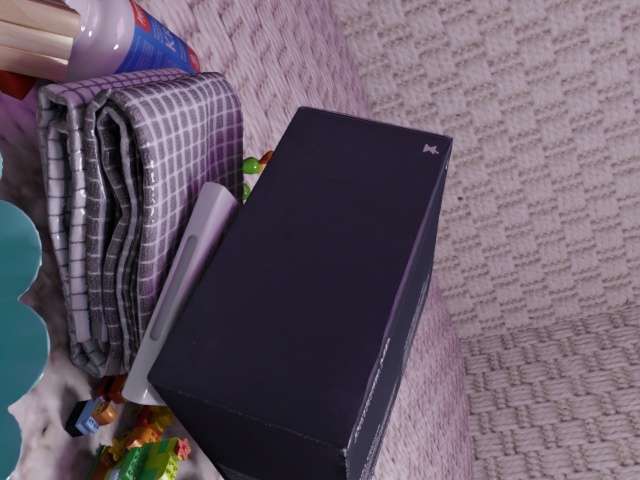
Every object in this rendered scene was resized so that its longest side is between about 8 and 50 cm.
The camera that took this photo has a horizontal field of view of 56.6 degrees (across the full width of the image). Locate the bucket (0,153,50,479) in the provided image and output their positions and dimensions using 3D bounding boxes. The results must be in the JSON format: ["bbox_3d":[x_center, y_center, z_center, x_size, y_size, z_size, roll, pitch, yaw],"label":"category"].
[{"bbox_3d":[-0.276,0.039,0.225,0.281,0.183,0.281,-9,90,-71],"label":"bucket"}]

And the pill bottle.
[{"bbox_3d":[-0.241,-0.217,0.678,0.221,0.124,0.124,21,55,-69],"label":"pill bottle"}]

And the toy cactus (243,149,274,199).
[{"bbox_3d":[-0.160,-0.126,0.912,0.180,0.112,0.219,49,37,-33],"label":"toy cactus"}]

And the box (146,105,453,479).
[{"bbox_3d":[0.008,0.089,0.663,0.312,0.178,0.343,85,24,-54],"label":"box"}]

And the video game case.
[{"bbox_3d":[-0.108,0.074,0.630,0.227,0.026,0.206,58,49,-70],"label":"video game case"}]

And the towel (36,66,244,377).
[{"bbox_3d":[-0.164,-0.026,0.613,0.235,0.121,0.284,-60,154,-66],"label":"towel"}]

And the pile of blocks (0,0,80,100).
[{"bbox_3d":[-0.338,-0.146,0.408,0.362,0.149,0.113,-26,143,-63],"label":"pile of blocks"}]

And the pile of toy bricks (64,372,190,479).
[{"bbox_3d":[-0.171,0.213,0.556,0.212,0.105,0.118,-81,150,-53],"label":"pile of toy bricks"}]
